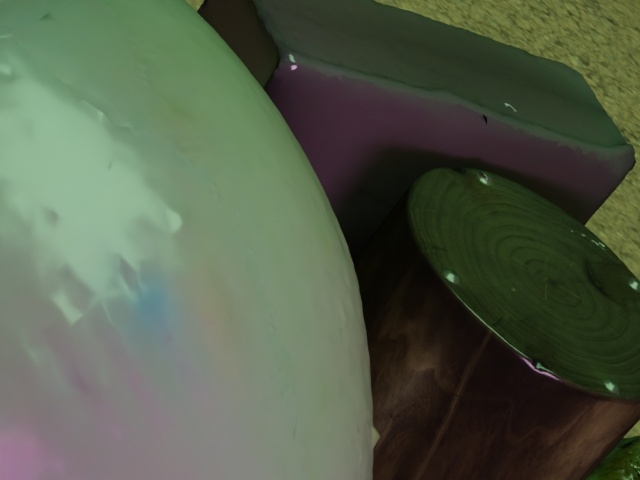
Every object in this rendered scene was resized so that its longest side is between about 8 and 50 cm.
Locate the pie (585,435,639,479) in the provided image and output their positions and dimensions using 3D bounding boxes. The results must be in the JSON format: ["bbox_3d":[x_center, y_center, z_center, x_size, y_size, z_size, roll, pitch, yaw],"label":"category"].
[{"bbox_3d":[0.277,0.251,1.369,0.277,0.078,0.277,27,35,-21],"label":"pie"}]

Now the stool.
[{"bbox_3d":[0.054,0.110,1.121,0.179,0.264,0.179,28,30,-18],"label":"stool"}]

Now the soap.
[{"bbox_3d":[0.000,0.000,1.194,0.285,0.296,0.107,14,36,-38],"label":"soap"}]

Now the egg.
[{"bbox_3d":[-0.127,0.097,0.880,0.340,0.354,0.354,56,31,4],"label":"egg"}]
